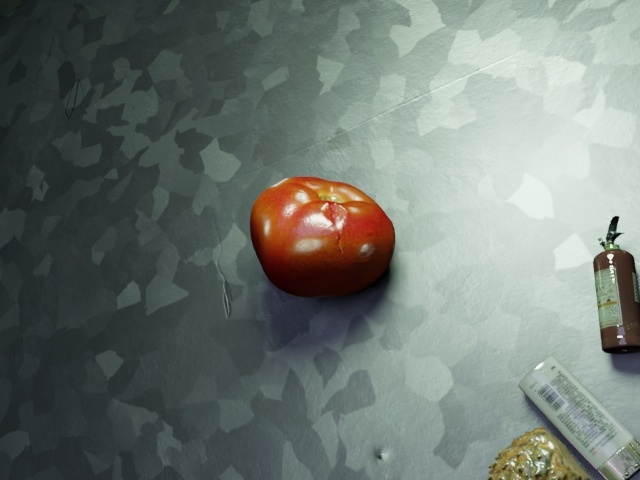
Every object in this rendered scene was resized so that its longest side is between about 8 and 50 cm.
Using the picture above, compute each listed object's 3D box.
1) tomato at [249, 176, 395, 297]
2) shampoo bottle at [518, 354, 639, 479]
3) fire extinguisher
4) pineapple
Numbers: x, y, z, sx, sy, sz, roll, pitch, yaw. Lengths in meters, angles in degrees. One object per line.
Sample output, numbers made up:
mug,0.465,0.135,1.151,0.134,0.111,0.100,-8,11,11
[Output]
tomato,0.000,0.000,1.413,0.298,0.298,0.227,25,118,31
shampoo bottle,0.447,0.306,1.185,0.086,0.056,0.227,-44,59,4
fire extinguisher,0.520,0.075,1.208,0.071,0.099,0.231,0,72,5
pineapple,0.298,0.458,1.154,0.310,0.141,0.170,-45,22,10
